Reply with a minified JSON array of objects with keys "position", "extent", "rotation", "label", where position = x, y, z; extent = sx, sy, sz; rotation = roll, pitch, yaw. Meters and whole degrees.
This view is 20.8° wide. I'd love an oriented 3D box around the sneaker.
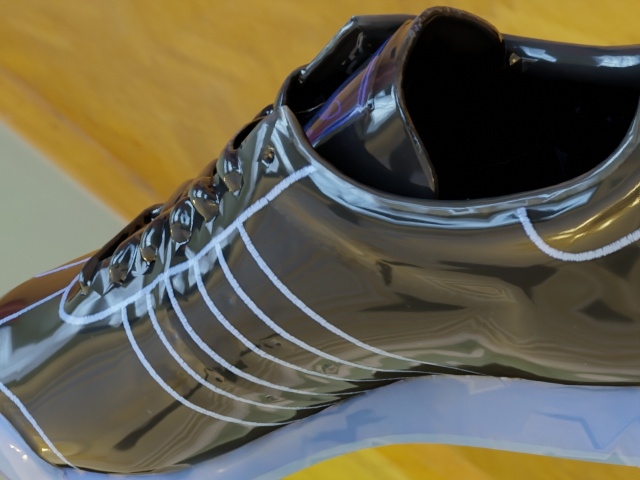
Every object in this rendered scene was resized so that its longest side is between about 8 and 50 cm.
[{"position":[0.000,0.000,0.378],"extent":[0.232,0.081,0.090],"rotation":[-9,121,32],"label":"sneaker"}]
